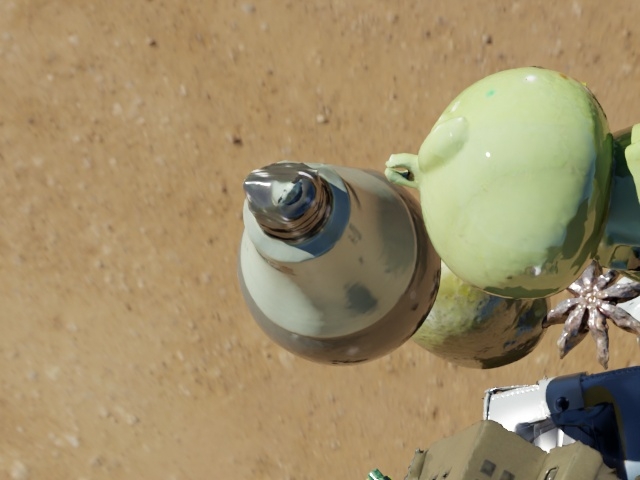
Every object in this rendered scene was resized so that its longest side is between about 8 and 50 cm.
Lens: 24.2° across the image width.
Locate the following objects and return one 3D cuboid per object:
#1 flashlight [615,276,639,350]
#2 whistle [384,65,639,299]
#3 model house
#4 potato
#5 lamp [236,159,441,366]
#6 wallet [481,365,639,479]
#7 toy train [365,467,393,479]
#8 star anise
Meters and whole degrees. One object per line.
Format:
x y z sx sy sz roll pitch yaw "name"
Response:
0.378 0.111 1.685 0.093 0.200 0.047 37 113 -20 "flashlight"
0.184 -0.036 0.863 0.294 0.141 0.141 -2 70 -8 "whistle"
0.144 0.285 1.122 0.211 0.204 0.243 29 67 -3 "model house"
0.171 0.066 1.700 0.174 0.251 0.159 26 79 42 "potato"
-0.014 -0.002 1.277 0.182 0.314 0.182 -12 64 25 "lamp"
0.305 0.243 1.838 0.231 0.069 0.170 -10 68 22 "wallet"
0.040 0.287 1.553 0.122 0.081 0.050 -38 54 -7 "toy train"
0.295 0.071 1.610 0.141 0.042 0.141 -12 65 27 "star anise"
